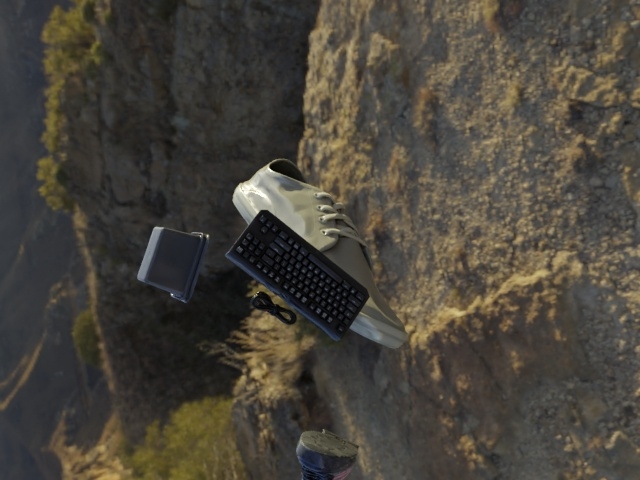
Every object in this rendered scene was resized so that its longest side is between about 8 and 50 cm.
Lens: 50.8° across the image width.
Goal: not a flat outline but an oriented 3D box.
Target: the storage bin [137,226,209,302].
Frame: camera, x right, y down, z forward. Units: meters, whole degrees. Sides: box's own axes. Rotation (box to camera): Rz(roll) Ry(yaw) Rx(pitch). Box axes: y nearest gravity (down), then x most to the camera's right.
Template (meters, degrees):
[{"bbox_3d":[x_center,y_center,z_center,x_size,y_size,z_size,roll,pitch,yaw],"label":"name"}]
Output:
[{"bbox_3d":[-0.282,0.036,1.267,0.098,0.091,0.135,7,77,59],"label":"storage bin"}]

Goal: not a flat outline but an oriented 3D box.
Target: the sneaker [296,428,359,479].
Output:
[{"bbox_3d":[0.006,0.448,1.312,0.131,0.112,0.319,-65,-17,-9],"label":"sneaker"}]

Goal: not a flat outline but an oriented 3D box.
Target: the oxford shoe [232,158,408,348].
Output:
[{"bbox_3d":[0.000,0.000,1.076,0.130,0.169,0.449,-49,46,8],"label":"oxford shoe"}]

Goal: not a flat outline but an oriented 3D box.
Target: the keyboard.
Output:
[{"bbox_3d":[-0.033,0.054,0.840,0.180,0.108,0.023,39,167,-10],"label":"keyboard"}]
